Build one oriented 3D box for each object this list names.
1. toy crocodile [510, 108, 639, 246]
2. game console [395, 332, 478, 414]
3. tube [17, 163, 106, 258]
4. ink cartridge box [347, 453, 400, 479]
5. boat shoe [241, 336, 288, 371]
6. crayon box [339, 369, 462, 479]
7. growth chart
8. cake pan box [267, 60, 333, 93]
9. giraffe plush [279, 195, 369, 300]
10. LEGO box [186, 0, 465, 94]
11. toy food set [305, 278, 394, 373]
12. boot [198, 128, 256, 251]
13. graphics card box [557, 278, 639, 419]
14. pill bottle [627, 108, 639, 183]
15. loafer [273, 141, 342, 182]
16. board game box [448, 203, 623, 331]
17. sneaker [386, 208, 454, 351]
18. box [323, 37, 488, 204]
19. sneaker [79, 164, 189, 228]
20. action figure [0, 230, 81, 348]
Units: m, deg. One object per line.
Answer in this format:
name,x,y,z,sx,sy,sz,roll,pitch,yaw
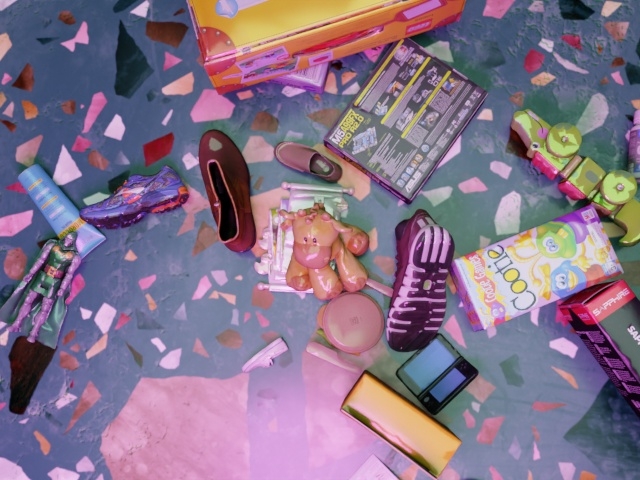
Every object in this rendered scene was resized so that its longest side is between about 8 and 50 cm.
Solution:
toy crocodile,0.497,-0.126,1.684,0.340,0.115,0.105,42,88,6
game console,0.223,0.256,1.681,0.122,0.107,0.071,-43,111,-2
tube,-0.528,-0.059,1.770,0.080,0.052,0.207,-39,90,8
ink cartridge box,0.119,0.526,1.679,0.145,0.045,0.179,-47,65,-2
boat shoe,-0.108,0.233,1.718,0.100,0.035,0.035,-36,80,-8
crayon box,0.139,0.321,1.551,0.202,0.318,0.081,35,86,6
growth chart,-0.036,-0.006,1.747,0.171,0.021,0.237,11,84,5
cake pan box,-0.082,-0.446,1.777,0.266,0.070,0.246,13,86,5
giraffe plush,0.000,0.000,1.643,0.181,0.170,0.210,-15,80,3
LEGO box,-0.019,-0.542,1.655,0.499,0.193,0.373,-17,82,0
toy food set,0.060,0.159,1.720,0.132,0.038,0.192,27,75,0
boot,-0.193,-0.109,1.636,0.096,0.280,0.264,-9,83,2
graphics card box,0.593,0.244,1.579,0.094,0.233,0.371,-34,82,0
pill bottle,0.641,-0.183,1.702,0.078,0.078,0.137,5,84,4
loafer,-0.025,-0.163,1.749,0.148,0.050,0.056,20,85,5
board game box,0.399,0.055,1.655,0.275,0.144,0.142,-22,82,0
sneaker,0.183,0.067,1.693,0.106,0.163,0.282,7,119,-14
box,0.169,-0.242,1.744,0.216,0.060,0.270,35,86,7
sneaker,-0.377,-0.086,1.754,0.221,0.083,0.087,-18,72,-6
action figure,-0.544,0.085,1.741,0.137,0.063,0.232,26,90,-6
